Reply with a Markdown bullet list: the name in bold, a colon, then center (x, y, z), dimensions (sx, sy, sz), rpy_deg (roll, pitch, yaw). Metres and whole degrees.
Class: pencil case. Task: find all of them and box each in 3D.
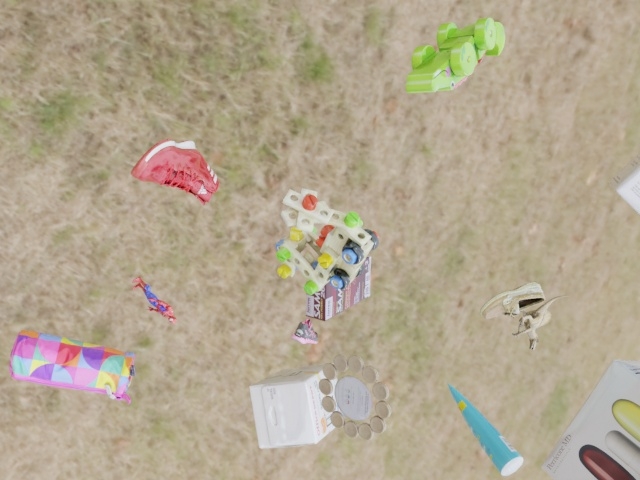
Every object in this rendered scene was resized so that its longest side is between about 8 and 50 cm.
- **pencil case**: center (-0.468, 0.239, 1.462), dimensions (0.104, 0.236, 0.104), rpy_deg (-166, -90, -78)

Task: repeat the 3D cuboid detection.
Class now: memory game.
- **memory game**: center (0.070, 0.323, 1.584), dimensions (0.012, 0.186, 0.186), rpy_deg (-15, 123, -49)

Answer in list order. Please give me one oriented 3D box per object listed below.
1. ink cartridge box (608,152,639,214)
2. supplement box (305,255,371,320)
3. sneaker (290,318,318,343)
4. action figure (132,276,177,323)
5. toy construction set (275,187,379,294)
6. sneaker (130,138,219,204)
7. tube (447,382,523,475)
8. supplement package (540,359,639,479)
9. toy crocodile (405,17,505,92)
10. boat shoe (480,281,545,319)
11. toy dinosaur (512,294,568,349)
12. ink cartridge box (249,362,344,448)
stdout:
- **ink cartridge box**: center (0.718, -0.129, 1.430), dimensions (0.278, 0.201, 0.117), rpy_deg (-46, 179, 19)
- **supplement box**: center (0.054, 0.128, 2.192), dimensions (0.239, 0.073, 0.130), rpy_deg (-23, 119, -51)
- **sneaker**: center (-0.030, 0.217, 1.846), dimensions (0.119, 0.047, 0.057), rpy_deg (19, 88, -72)
- **action figure**: center (-0.311, 0.117, 1.447), dimensions (0.030, 0.115, 0.038), rpy_deg (-38, 158, -38)
- **toy construction set**: center (0.000, 0.000, 1.665), dimensions (0.151, 0.215, 0.327), rpy_deg (-44, 166, -22)
- **sneaker**: center (-0.265, -0.127, 1.494), dimensions (0.087, 0.128, 0.221), rpy_deg (-46, 176, 26)
- **tube**: center (0.319, 0.371, 1.529), dimensions (0.052, 0.207, 0.080), rpy_deg (-29, 135, -9)
- **supplement package**: center (0.452, 0.295, 1.027), dimensions (0.149, 0.203, 0.194), rpy_deg (10, 113, -44)
- **toy crocodile**: center (0.278, -0.372, 1.564), dimensions (0.340, 0.115, 0.105), rpy_deg (-47, 128, -43)
- **boat shoe**: center (0.393, 0.129, 1.566), dimensions (0.135, 0.045, 0.050), rpy_deg (-26, 140, 2)
- **toy dinosaur**: center (0.482, 0.172, 1.730), dimensions (0.093, 0.053, 0.183), rpy_deg (-1, 132, -17)
- **ink cartridge box**: center (-0.060, 0.444, 2.079), dimensions (0.233, 0.168, 0.171), rpy_deg (-9, 88, -69)
